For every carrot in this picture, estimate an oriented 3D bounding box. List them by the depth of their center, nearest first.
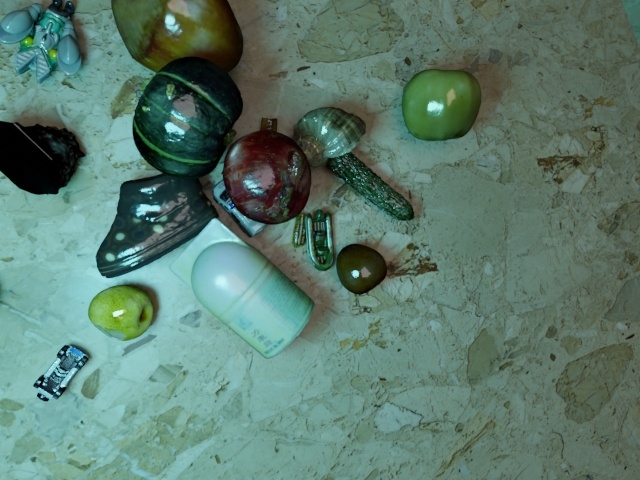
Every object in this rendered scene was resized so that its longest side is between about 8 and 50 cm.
[{"bbox_3d":[-0.174,-0.275,1.397,0.070,0.070,0.261,4,87,-13],"label":"carrot"}]

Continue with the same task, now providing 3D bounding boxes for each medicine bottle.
[{"bbox_3d":[-0.238,0.142,1.294,0.406,0.235,0.236,43,81,-11],"label":"medicine bottle"}]

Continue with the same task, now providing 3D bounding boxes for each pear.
[{"bbox_3d":[-0.590,0.211,1.252,0.177,0.178,0.178,0,90,-13],"label":"pear"}]

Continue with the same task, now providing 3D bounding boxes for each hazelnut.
[{"bbox_3d":[-0.395,-0.626,1.221,0.372,0.315,0.373,31,41,-32],"label":"hazelnut"}]

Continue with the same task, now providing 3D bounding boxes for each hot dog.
[{"bbox_3d":[-0.068,-0.034,1.436,0.049,0.037,0.122,6,90,-17],"label":"hot dog"}]

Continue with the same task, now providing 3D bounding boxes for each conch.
[{"bbox_3d":[0.015,-0.357,1.377,0.159,0.210,0.291,48,65,-26],"label":"conch"}]

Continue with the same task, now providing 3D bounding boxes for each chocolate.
[{"bbox_3d":[-0.793,-0.259,1.231,0.224,0.206,0.177,50,35,-18],"label":"chocolate"},{"bbox_3d":[0.132,0.087,1.424,0.176,0.176,0.177,0,90,-13],"label":"chocolate"}]

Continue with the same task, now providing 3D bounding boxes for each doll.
[{"bbox_3d":[-0.794,-0.585,1.203,0.194,0.153,0.259,-8,87,-27],"label":"doll"}]

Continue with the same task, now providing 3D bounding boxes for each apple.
[{"bbox_3d":[0.411,-0.459,1.444,0.262,0.262,0.263,0,90,-13],"label":"apple"}]

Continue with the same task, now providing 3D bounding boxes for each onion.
[{"bbox_3d":[-0.145,-0.182,1.233,0.276,0.276,0.277,0,90,-13],"label":"onion"}]

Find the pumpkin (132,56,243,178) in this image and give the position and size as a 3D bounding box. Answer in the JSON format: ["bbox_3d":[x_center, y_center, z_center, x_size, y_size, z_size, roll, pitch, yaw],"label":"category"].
[{"bbox_3d":[-0.348,-0.321,1.129,0.241,0.323,0.323,27,84,-9],"label":"pumpkin"}]

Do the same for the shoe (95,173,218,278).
[{"bbox_3d":[-0.515,-0.067,1.258,0.383,0.171,0.237,-32,104,-13],"label":"shoe"}]

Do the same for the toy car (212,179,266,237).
[{"bbox_3d":[-0.256,-0.107,1.354,0.089,0.108,0.210,-42,99,-10],"label":"toy car"}]

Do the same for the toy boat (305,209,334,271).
[{"bbox_3d":[0.000,0.000,1.442,0.104,0.052,0.211,-5,91,-32],"label":"toy boat"}]

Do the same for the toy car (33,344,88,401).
[{"bbox_3d":[-0.765,0.392,1.253,0.080,0.070,0.171,36,81,-11],"label":"toy car"}]

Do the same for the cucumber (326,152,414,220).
[{"bbox_3d":[0.185,-0.183,1.470,0.359,0.096,0.096,36,82,-13],"label":"cucumber"}]

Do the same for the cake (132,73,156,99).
[{"bbox_3d":[-0.485,-0.408,1.335,0.109,0.090,0.225,-31,78,-10],"label":"cake"}]
